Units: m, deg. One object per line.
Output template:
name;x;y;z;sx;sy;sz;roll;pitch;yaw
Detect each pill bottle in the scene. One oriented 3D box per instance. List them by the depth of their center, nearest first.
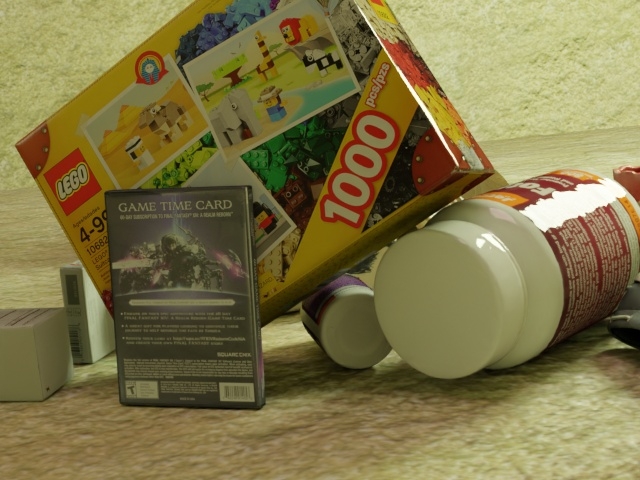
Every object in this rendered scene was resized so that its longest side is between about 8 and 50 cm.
pill bottle;0.257;0.040;1.699;0.224;0.224;0.392;4;13;38
pill bottle;0.032;0.103;1.783;0.108;0.108;0.193;-7;12;-12

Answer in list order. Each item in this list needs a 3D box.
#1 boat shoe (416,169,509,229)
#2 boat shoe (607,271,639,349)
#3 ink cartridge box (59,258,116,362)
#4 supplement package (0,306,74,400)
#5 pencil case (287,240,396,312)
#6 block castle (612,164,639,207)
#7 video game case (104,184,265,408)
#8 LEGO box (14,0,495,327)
boat shoe;0.267;-0.058;2.558;0.110;0.121;0.341;-43;-16;34
boat shoe;0.447;0.132;1.570;0.099;0.116;0.319;-48;20;4
ink cartridge box;-0.323;0.089;1.918;0.045;0.145;0.179;-1;11;17
supplement package;-0.441;0.154;1.745;0.179;0.105;0.105;-2;11;14
pencil case;-0.081;0.027;2.024;0.410;0.183;0.160;-9;29;-20
block castle;0.758;-0.094;2.201;0.453;0.213;0.303;-10;12;-22
video game case;-0.170;0.071;1.603;0.196;0.274;0.026;-1;6;20
LEGO box;-0.088;-0.110;1.679;0.500;0.372;0.193;-35;-10;20
